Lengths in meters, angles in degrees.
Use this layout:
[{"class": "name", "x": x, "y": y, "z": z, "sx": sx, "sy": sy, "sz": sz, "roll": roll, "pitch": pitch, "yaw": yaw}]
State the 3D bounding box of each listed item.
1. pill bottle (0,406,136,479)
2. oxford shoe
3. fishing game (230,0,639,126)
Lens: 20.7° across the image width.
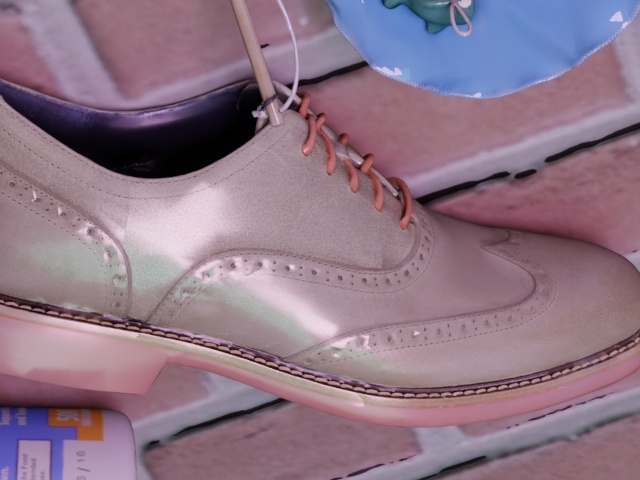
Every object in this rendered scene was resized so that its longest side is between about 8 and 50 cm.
[{"class": "pill bottle", "x": -0.242, "y": 0.166, "z": 0.969, "sx": 0.272, "sy": 0.152, "sz": 0.152, "roll": 3, "pitch": 126, "yaw": -10}, {"class": "oxford shoe", "x": 0.000, "y": 0.000, "z": 0.894, "sx": 0.397, "sy": 0.140, "sz": 0.146, "roll": 4, "pitch": 112, "yaw": -19}, {"class": "fishing game", "x": 0.064, "y": -0.155, "z": 0.774, "sx": 0.264, "sy": 0.041, "sz": 0.189, "roll": -10, "pitch": 100, "yaw": 23}]
